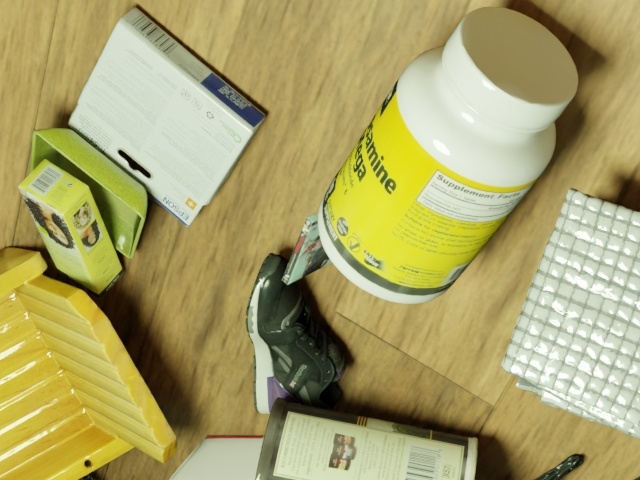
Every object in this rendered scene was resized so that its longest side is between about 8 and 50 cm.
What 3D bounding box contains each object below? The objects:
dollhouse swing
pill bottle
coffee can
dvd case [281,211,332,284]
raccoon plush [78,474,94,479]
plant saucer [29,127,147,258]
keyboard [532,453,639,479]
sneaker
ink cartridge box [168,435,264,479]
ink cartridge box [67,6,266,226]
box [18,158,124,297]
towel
[{"bbox_3d":[-0.426,0.231,2.152,0.347,0.315,0.305,64,170,-23],"label":"dollhouse swing"},{"bbox_3d":[0.141,-0.093,1.633,0.188,0.188,0.334,37,134,3],"label":"pill bottle"},{"bbox_3d":[0.056,0.334,1.955,0.275,0.201,0.201,11,130,4],"label":"coffee can"},{"bbox_3d":[0.000,0.000,1.868,0.013,0.087,0.119,45,137,23],"label":"dvd case"},{"bbox_3d":[-0.407,0.507,2.510,0.299,0.216,0.446,-22,80,56],"label":"raccoon plush"},{"bbox_3d":[-0.308,-0.073,2.004,0.188,0.045,0.188,38,158,2],"label":"plant saucer"},{"bbox_3d":[0.336,0.382,1.938,0.317,0.033,0.201,-39,78,35],"label":"keyboard"},{"bbox_3d":[-0.023,0.131,1.987,0.124,0.107,0.283,11,136,14],"label":"sneaker"},{"bbox_3d":[-0.063,0.449,2.220,0.226,0.131,0.306,-5,121,35],"label":"ink cartridge box"},{"bbox_3d":[-0.203,-0.156,1.906,0.223,0.045,0.224,40,137,0],"label":"ink cartridge box"},{"bbox_3d":[-0.342,-0.013,2.034,0.087,0.058,0.232,30,157,23],"label":"box"},{"bbox_3d":[0.366,0.096,1.616,0.283,0.121,0.235,20,95,19],"label":"towel"}]
